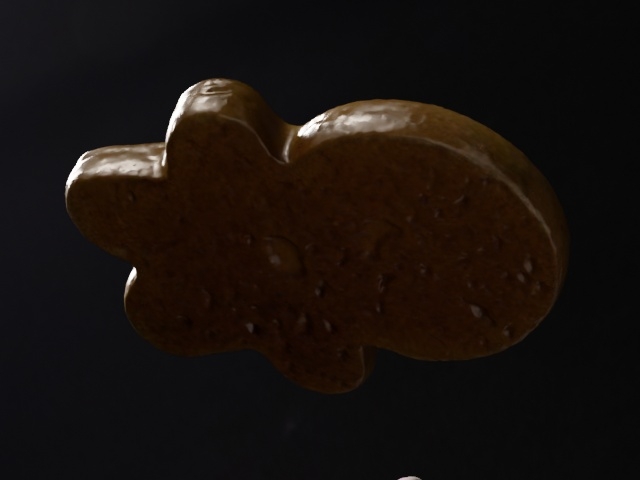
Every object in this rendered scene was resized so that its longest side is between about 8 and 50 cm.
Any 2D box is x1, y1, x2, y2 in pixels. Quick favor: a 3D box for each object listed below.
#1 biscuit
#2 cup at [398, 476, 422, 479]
[{"bbox_3d":[0.000,0.000,0.823,0.236,0.180,0.039,-2,-141,27],"label":"biscuit"},{"bbox_3d":[-0.106,0.177,0.433,0.274,0.253,0.253,2,-127,9],"label":"cup"}]
